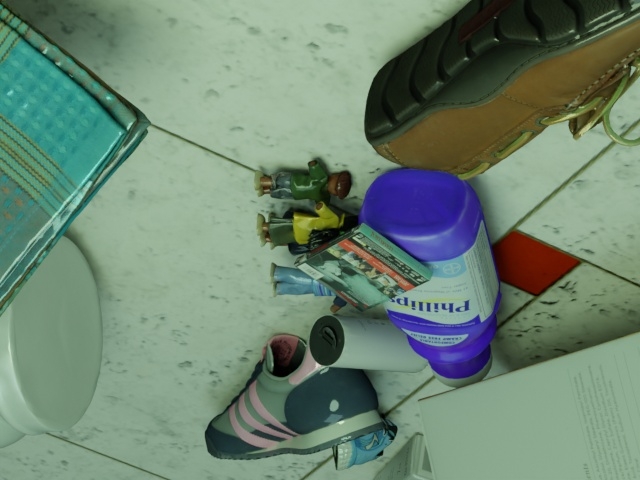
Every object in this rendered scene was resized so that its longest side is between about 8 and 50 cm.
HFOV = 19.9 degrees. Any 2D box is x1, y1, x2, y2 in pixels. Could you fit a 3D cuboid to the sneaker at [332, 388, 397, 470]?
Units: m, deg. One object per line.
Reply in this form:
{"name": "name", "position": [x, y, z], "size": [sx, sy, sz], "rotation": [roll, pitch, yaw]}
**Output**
{"name": "sneaker", "position": [0.053, 0.207, 2.095], "size": [0.073, 0.063, 0.162], "rotation": [-6, 149, -9]}

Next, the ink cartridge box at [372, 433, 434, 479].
{"name": "ink cartridge box", "position": [0.196, 0.361, 2.251], "size": [0.296, 0.066, 0.261], "rotation": [20, 143, -12]}

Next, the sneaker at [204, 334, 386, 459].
{"name": "sneaker", "position": [-0.041, 0.170, 2.036], "size": [0.112, 0.131, 0.319], "rotation": [-17, 180, -35]}

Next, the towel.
{"name": "towel", "position": [-0.364, -0.112, 1.528], "size": [0.370, 0.040, 0.271], "rotation": [40, 104, 0]}

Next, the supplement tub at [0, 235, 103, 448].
{"name": "supplement tub", "position": [-0.420, 0.101, 1.901], "size": [0.331, 0.241, 0.241], "rotation": [-3, 143, 20]}

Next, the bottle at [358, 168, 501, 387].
{"name": "bottle", "position": [0.117, 0.045, 1.802], "size": [0.118, 0.092, 0.283], "rotation": [6, 146, 18]}

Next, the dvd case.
{"name": "dvd case", "position": [0.039, 0.027, 1.719], "size": [0.087, 0.013, 0.119], "rotation": [34, 147, -17]}

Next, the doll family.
{"name": "doll family", "position": [0.000, 0.000, 1.795], "size": [0.111, 0.076, 0.193], "rotation": [0, 149, 8]}

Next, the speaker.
{"name": "speaker", "position": [0.053, 0.108, 1.897], "size": [0.136, 0.055, 0.055], "rotation": [8, 155, -45]}

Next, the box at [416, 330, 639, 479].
{"name": "box", "position": [0.306, 0.193, 1.823], "size": [0.345, 0.168, 0.215], "rotation": [-22, 166, 37]}

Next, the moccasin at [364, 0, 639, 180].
{"name": "moccasin", "position": [0.195, -0.146, 1.476], "size": [0.147, 0.139, 0.380], "rotation": [23, 141, -27]}
